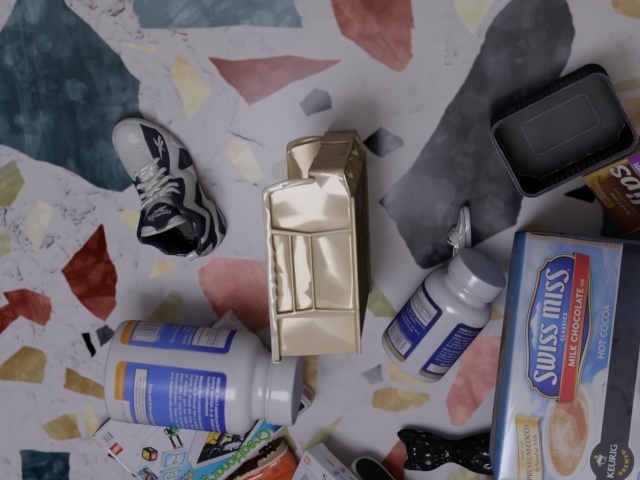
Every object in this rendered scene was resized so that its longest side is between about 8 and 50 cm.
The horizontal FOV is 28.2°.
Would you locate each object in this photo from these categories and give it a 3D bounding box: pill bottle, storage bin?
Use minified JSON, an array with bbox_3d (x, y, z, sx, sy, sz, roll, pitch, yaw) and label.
[{"bbox_3d":[-0.167,0.203,1.862,0.272,0.152,0.152,6,108,7],"label":"pill bottle"},{"bbox_3d":[0.183,0.106,1.853,0.112,0.112,0.187,34,116,-4],"label":"pill bottle"},{"bbox_3d":[0.000,0.000,1.776,0.123,0.262,0.260,-1,107,7],"label":"storage bin"},{"bbox_3d":[0.338,-0.154,1.781,0.180,0.084,0.122,-27,102,13],"label":"storage bin"}]

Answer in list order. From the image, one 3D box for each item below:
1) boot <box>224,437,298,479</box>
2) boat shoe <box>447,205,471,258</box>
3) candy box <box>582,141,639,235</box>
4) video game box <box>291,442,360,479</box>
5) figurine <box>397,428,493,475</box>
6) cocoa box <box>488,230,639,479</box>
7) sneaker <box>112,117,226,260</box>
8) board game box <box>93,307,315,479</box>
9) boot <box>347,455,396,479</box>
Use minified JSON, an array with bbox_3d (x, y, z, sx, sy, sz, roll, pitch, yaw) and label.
[{"bbox_3d":[-0.102,0.388,2.017,0.158,0.059,0.085,-32,106,14],"label":"boot"},{"bbox_3d":[0.204,-0.003,1.871,0.035,0.035,0.100,0,114,4],"label":"boat shoe"},{"bbox_3d":[0.468,-0.086,1.756,0.186,0.053,0.109,-25,105,49],"label":"candy box"},{"bbox_3d":[0.016,0.446,1.947,0.187,0.048,0.205,41,123,31],"label":"video game box"},{"bbox_3d":[0.226,0.389,1.969,0.209,0.092,0.215,1,108,15],"label":"figurine"},{"bbox_3d":[0.364,0.166,1.757,0.228,0.231,0.347,7,91,5],"label":"cocoa box"},{"bbox_3d":[-0.232,-0.066,1.841,0.094,0.153,0.235,-26,102,13],"label":"sneaker"},{"bbox_3d":[-0.183,0.273,1.992,0.305,0.053,0.193,-42,97,16],"label":"board game box"},{"bbox_3d":[0.097,0.477,1.967,0.244,0.088,0.176,46,124,21],"label":"boot"}]
